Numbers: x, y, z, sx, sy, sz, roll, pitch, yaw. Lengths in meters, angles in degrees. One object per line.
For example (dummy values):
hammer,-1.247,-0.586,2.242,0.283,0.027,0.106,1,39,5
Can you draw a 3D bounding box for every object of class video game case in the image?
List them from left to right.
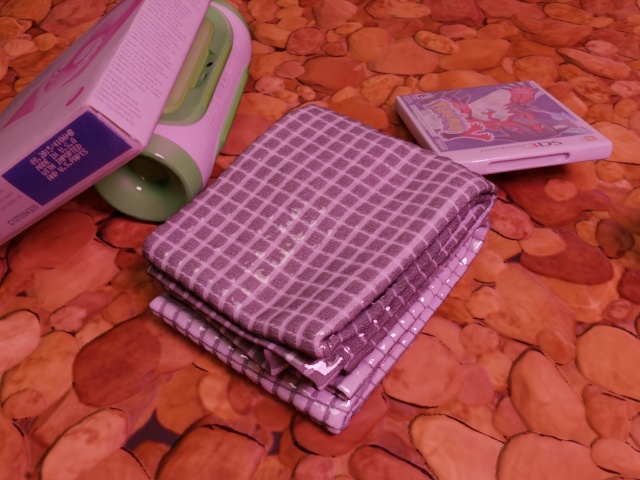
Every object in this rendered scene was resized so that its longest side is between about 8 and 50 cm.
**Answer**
video game case,0.199,-0.134,0.769,0.184,0.023,0.201,-8,33,-6

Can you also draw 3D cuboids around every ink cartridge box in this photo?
ink cartridge box,-0.256,-0.154,0.701,0.324,0.071,0.330,-24,40,33

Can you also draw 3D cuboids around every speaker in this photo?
speaker,-0.164,-0.165,0.783,0.131,0.131,0.296,5,49,7

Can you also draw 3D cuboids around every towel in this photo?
towel,0.000,0.000,0.633,0.235,0.121,0.284,29,56,26
